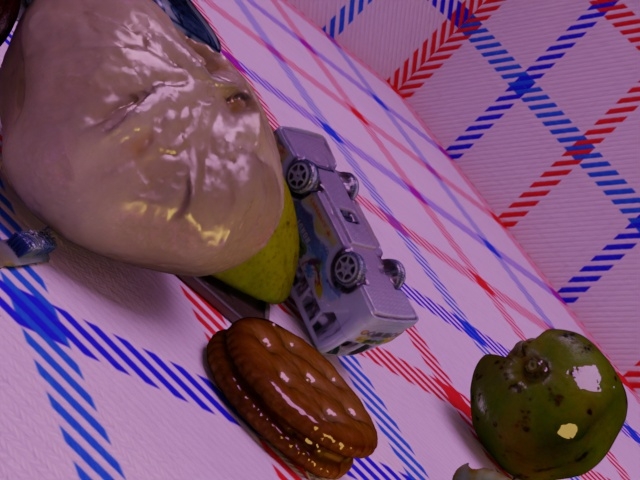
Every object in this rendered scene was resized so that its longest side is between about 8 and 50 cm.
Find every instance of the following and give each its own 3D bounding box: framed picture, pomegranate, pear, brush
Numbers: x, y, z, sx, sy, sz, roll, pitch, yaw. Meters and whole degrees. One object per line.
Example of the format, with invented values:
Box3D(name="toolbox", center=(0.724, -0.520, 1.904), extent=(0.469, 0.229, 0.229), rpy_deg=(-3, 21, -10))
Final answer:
Box3D(name="framed picture", center=(-0.132, 0.029, 1.859), extent=(0.184, 0.016, 0.250), rpy_deg=(42, 14, -15))
Box3D(name="pomegranate", center=(0.341, 0.265, 2.205), extent=(0.236, 0.236, 0.302), rpy_deg=(52, -12, 28))
Box3D(name="pear", center=(-0.095, -0.034, 1.870), extent=(0.239, 0.139, 0.288), rpy_deg=(51, 13, -10))
Box3D(name="brush", center=(-0.296, 0.009, 1.385), extent=(0.033, 0.030, 0.178), rpy_deg=(56, 14, 5))

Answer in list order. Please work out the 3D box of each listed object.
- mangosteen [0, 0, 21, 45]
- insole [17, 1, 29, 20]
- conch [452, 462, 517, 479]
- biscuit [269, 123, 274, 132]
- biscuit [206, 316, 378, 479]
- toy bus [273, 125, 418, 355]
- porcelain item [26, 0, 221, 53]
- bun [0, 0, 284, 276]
Box3D(name="mangosteen", center=(-0.407, -0.282, 1.534), extent=(0.216, 0.216, 0.216), rpy_deg=(42, 13, -12))
Box3D(name="insole", center=(-0.431, -0.329, 2.065), extent=(0.080, 0.003, 0.232), rpy_deg=(51, 14, 24))
Box3D(name="conch", center=(0.228, 0.337, 1.829), extent=(0.170, 0.106, 0.079), rpy_deg=(48, 8, 33))
Box3D(name="biscuit", center=(-0.137, -0.214, 2.527), extent=(0.208, 0.049, 0.181), rpy_deg=(45, 14, 9))
Box3D(name="biscuit", center=(-0.031, 0.170, 1.623), extent=(0.220, 0.066, 0.220), rpy_deg=(42, 13, -12))
Box3D(name="toy bus", center=(0.005, 0.005, 1.980), extent=(0.109, 0.136, 0.330), rpy_deg=(10, 45, -47))
Box3D(name="porcelain item", center=(-0.297, -0.344, 2.185), extent=(0.281, 0.157, 0.286), rpy_deg=(52, 12, 32))
Box3D(name="bun", center=(-0.182, -0.125, 1.568), extent=(0.361, 0.213, 0.361), rpy_deg=(35, 31, -25))
